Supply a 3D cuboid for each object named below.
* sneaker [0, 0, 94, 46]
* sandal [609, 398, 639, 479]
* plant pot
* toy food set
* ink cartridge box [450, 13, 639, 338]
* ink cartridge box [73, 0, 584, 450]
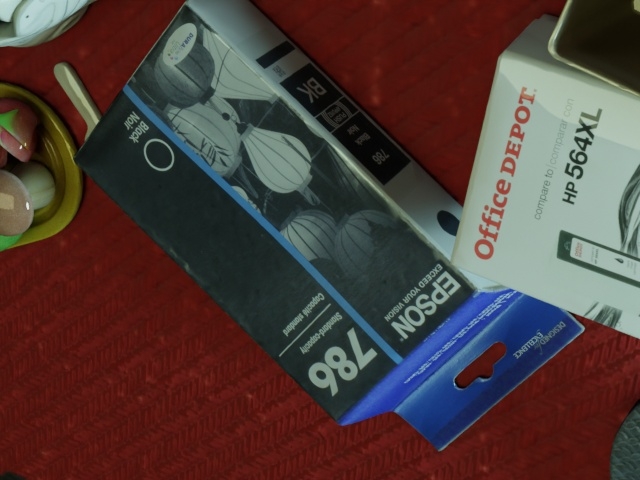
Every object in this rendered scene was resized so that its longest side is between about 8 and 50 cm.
[{"bbox_3d":[-0.169,-0.183,0.960,0.232,0.115,0.090,-35,95,35],"label":"sneaker"},{"bbox_3d":[0.248,0.187,0.970,0.097,0.054,0.254,8,127,32],"label":"sandal"},{"bbox_3d":[0.201,-0.134,0.797,0.109,0.096,0.109,28,116,12],"label":"plant pot"},{"bbox_3d":[-0.251,-0.046,1.097,0.218,0.071,0.128,-15,106,32],"label":"toy food set"},{"bbox_3d":[0.192,-0.026,0.866,0.203,0.086,0.148,20,121,17],"label":"ink cartridge box"},{"bbox_3d":[0.000,0.000,0.995,0.333,0.065,0.165,43,125,2],"label":"ink cartridge box"}]
